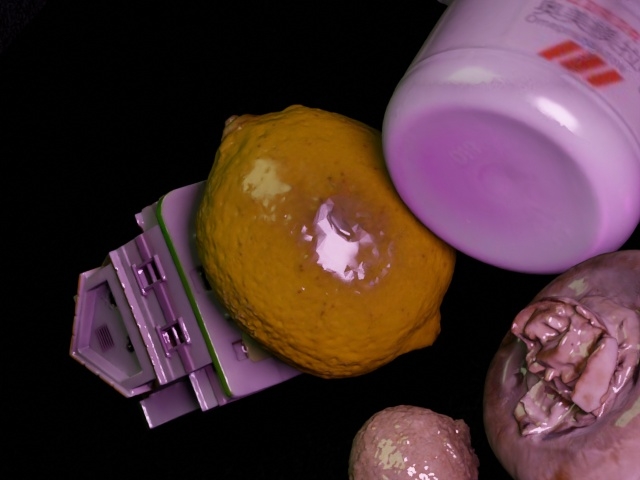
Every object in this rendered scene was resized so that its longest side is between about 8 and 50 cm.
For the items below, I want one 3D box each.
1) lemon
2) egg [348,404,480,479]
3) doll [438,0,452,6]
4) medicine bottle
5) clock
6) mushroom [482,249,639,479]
[{"bbox_3d":[0.000,0.000,1.668,0.253,0.310,0.253,-42,2,2],"label":"lemon"},{"bbox_3d":[0.083,0.207,1.481,0.140,0.118,0.116,-111,21,-50],"label":"egg"},{"bbox_3d":[0.199,-0.304,2.011,0.096,0.070,0.195,-20,29,-9],"label":"doll"},{"bbox_3d":[0.229,-0.155,1.564,0.256,0.256,0.325,-16,32,47],"label":"medicine bottle"},{"bbox_3d":[-0.164,0.085,1.880,0.166,0.235,0.309,-18,-6,-40],"label":"clock"},{"bbox_3d":[0.225,0.107,1.316,0.226,0.178,0.226,-41,31,31],"label":"mushroom"}]
